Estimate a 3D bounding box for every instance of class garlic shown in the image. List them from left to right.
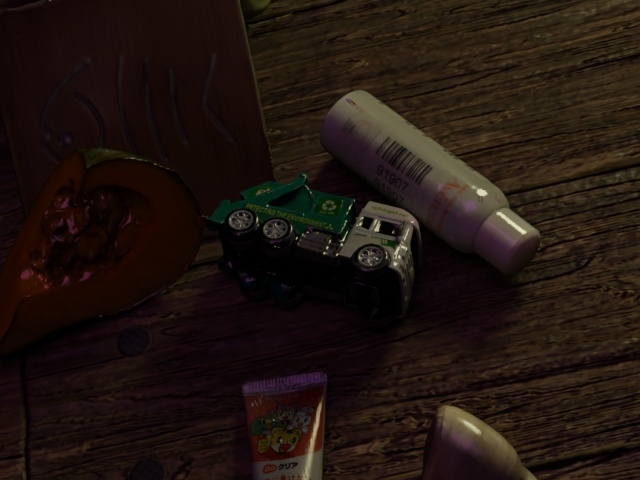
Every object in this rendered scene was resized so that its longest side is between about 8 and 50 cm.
[{"bbox_3d":[0.157,0.233,1.506,0.174,0.124,0.099,43,59,2],"label":"garlic"}]

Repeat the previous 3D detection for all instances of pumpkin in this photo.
[{"bbox_3d":[-0.233,0.011,1.728,0.278,0.163,0.111,-59,31,21],"label":"pumpkin"}]

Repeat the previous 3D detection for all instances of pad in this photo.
[{"bbox_3d":[-0.204,-0.132,1.747,0.284,0.018,0.286,-11,97,6],"label":"pad"}]

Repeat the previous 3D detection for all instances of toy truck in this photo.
[{"bbox_3d":[0.000,0.000,1.677,0.216,0.110,0.116,13,53,19],"label":"toy truck"}]

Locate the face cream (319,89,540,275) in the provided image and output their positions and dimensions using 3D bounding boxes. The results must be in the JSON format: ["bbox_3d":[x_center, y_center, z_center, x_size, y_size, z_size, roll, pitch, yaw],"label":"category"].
[{"bbox_3d":[0.117,-0.058,1.696,0.082,0.082,0.269,-44,60,-13],"label":"face cream"}]

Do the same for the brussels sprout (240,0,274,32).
[{"bbox_3d":[-0.172,-0.314,1.829,0.244,0.244,0.244,-5,60,9],"label":"brussels sprout"}]

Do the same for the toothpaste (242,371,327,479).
[{"bbox_3d":[-0.032,0.235,1.584,0.089,0.057,0.234,-9,52,9],"label":"toothpaste"}]
